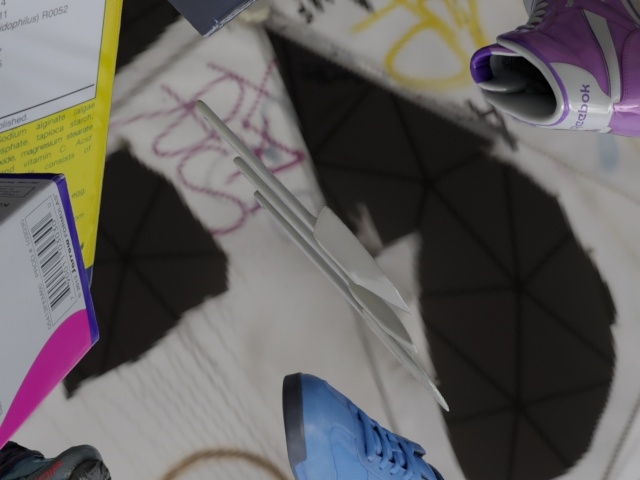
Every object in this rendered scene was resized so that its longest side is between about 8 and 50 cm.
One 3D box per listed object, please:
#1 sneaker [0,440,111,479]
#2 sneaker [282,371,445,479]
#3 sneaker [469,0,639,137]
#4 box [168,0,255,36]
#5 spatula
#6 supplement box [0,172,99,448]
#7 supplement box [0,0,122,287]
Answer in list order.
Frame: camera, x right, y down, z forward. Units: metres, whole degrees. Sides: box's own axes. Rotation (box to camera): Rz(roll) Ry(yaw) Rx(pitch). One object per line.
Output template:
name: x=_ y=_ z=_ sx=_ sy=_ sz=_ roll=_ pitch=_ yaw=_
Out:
sneaker: x=-0.274 y=0.188 z=1.084 sx=0.262 sy=0.125 sz=0.104 roll=-25 pitch=168 yaw=30
sneaker: x=0.034 y=0.137 z=0.902 sx=0.082 sy=0.209 sz=0.069 roll=-9 pitch=-124 yaw=14
sneaker: x=0.195 y=-0.181 z=1.231 sx=0.161 sy=0.102 sz=0.282 roll=-2 pitch=-149 yaw=-14
box: x=-0.015 y=-0.373 z=1.221 sx=0.294 sy=0.183 sz=0.296 roll=-28 pitch=-158 yaw=49
spatula: x=0.000 y=0.000 z=0.973 sx=0.019 sy=0.168 sz=0.242 roll=-39 pitch=-127 yaw=-4
supplement box: x=-0.219 y=0.057 z=0.738 sx=0.114 sy=0.111 sz=0.220 roll=1 pitch=-155 yaw=18
supplement box: x=-0.269 y=-0.119 z=0.941 sx=0.195 sy=0.356 sz=0.194 roll=32 pitch=-142 yaw=27
